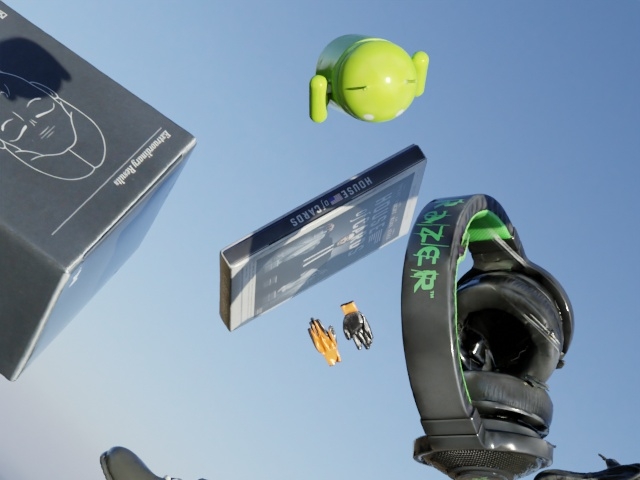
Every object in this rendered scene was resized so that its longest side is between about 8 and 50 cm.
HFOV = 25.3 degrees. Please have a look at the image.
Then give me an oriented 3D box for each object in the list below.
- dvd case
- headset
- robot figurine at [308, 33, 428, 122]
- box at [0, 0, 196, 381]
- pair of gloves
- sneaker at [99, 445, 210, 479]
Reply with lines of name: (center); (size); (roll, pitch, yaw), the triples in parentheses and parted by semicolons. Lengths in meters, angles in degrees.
dvd case: (0.000, 0.000, 1.515); (0.029, 0.239, 0.179); (56, -16, 19)
headset: (0.193, 0.131, 1.357); (0.185, 0.243, 0.394); (-4, -46, 24)
robot figurine: (0.036, -0.131, 1.144); (0.115, 0.101, 0.067); (-147, -135, -68)
box: (-0.397, -0.092, 1.618); (0.395, 0.293, 0.212); (35, -49, 2)
pair of gloves: (0.028, 0.127, 1.962); (0.074, 0.083, 0.010); (62, 13, -11)
sneaker: (-0.130, 0.347, 1.749); (0.330, 0.146, 0.122); (42, -6, 21)
